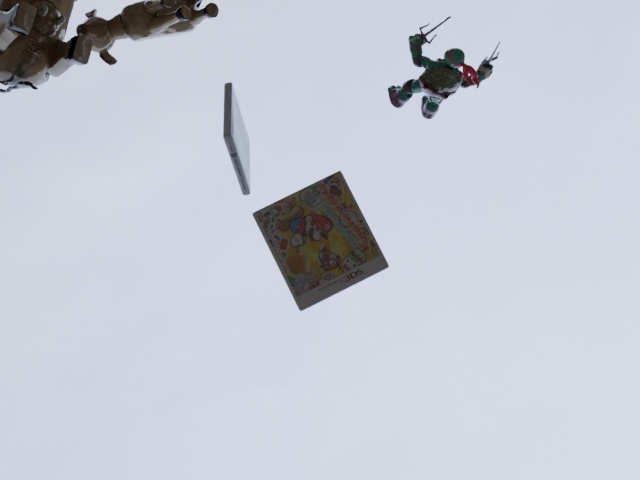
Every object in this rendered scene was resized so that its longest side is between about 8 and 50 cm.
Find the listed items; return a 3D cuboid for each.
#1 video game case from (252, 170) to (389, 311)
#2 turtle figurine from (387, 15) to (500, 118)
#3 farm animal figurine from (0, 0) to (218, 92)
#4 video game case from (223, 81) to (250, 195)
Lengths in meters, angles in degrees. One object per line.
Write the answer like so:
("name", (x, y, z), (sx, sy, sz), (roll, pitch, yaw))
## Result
("video game case", (0.000, 0.000, 1.433), (0.206, 0.026, 0.227), (-26, -96, -4))
("turtle figurine", (0.232, -0.329, 1.359), (0.175, 0.234, 0.118), (33, -121, -7))
("farm animal figurine", (-0.311, -0.306, 0.837), (0.172, 0.330, 0.327), (-4, -126, 42))
("video game case", (-0.183, -0.225, 1.542), (0.022, 0.173, 0.190), (-9, -132, 4))
